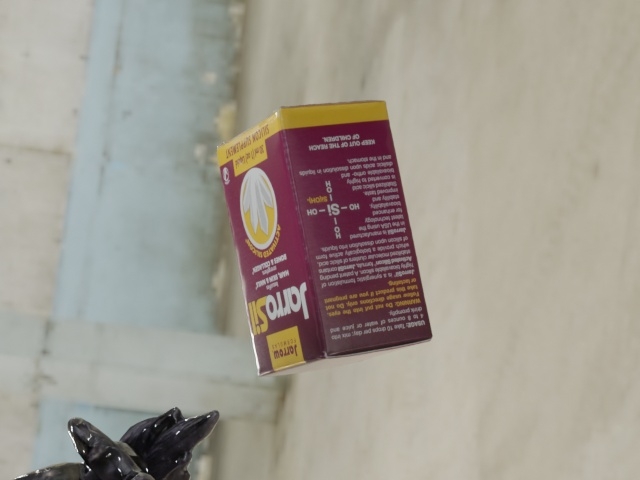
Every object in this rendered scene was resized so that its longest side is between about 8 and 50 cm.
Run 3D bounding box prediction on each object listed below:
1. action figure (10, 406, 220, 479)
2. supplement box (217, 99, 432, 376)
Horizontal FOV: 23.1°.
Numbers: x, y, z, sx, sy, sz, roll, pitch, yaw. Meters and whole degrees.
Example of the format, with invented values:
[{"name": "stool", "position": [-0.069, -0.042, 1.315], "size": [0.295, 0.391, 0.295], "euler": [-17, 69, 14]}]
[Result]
[{"name": "action figure", "position": [-0.099, 0.129, 0.473], "size": [0.164, 0.141, 0.276], "euler": [-44, -24, 11]}, {"name": "supplement box", "position": [0.000, 0.000, 0.526], "size": [0.055, 0.043, 0.083], "euler": [-24, 75, 60]}]
